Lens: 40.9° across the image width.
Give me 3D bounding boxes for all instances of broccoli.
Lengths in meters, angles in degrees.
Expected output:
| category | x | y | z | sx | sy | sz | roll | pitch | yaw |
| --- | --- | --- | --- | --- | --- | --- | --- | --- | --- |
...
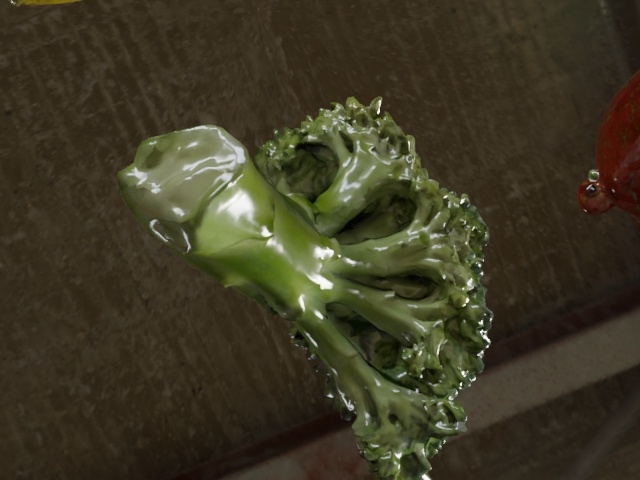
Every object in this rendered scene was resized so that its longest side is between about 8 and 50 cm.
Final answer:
| category | x | y | z | sx | sy | sz | roll | pitch | yaw |
| --- | --- | --- | --- | --- | --- | --- | --- | --- | --- |
| broccoli | -0.011 | -0.013 | 0.786 | 0.397 | 0.353 | 0.275 | 38 | -84 | -29 |

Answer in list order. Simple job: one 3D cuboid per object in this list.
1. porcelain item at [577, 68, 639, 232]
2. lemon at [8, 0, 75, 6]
| category | x | y | z | sx | sy | sz | roll | pitch | yaw |
| --- | --- | --- | --- | --- | --- | --- | --- | --- | --- |
| porcelain item | 0.357 | -0.060 | 0.821 | 0.253 | 0.253 | 0.253 | -1 | -75 | -4 |
| lemon | -0.245 | -0.308 | 0.779 | 0.178 | 0.178 | 0.203 | 19 | -95 | -9 |
